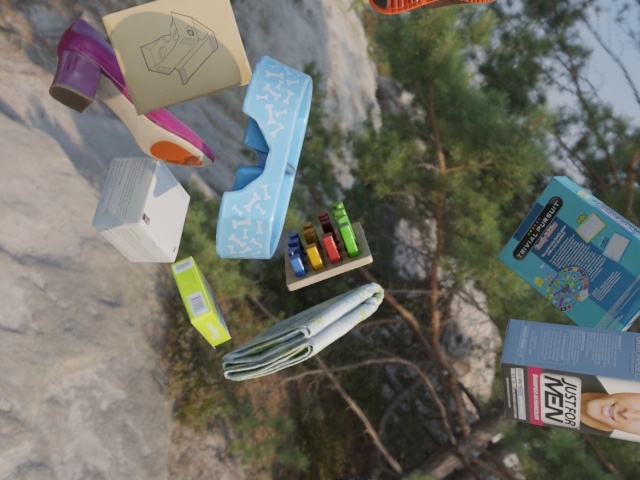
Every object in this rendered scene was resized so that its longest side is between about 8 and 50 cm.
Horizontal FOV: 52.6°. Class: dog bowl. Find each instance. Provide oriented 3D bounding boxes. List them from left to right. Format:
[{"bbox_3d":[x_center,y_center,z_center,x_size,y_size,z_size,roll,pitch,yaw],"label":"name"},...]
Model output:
[{"bbox_3d":[-0.076,-0.111,0.928,0.074,0.297,0.166,13,2,3],"label":"dog bowl"}]

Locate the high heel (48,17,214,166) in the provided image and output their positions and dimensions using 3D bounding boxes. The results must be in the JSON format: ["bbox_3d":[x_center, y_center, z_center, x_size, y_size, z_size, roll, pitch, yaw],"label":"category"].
[{"bbox_3d":[-0.358,-0.293,1.329,0.377,0.127,0.181,31,55,-42],"label":"high heel"}]

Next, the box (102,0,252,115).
[{"bbox_3d":[-0.228,-0.310,1.049,0.021,0.201,0.164,-113,-174,-71],"label":"box"}]

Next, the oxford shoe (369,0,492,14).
[{"bbox_3d":[0.214,-0.416,1.015,0.098,0.272,0.096,-44,130,-65],"label":"oxford shoe"}]

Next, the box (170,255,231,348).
[{"bbox_3d":[-0.200,0.111,1.102,0.178,0.042,0.109,82,-16,-67],"label":"box"}]

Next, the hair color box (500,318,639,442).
[{"bbox_3d":[0.533,0.265,1.187,0.113,0.375,0.185,-63,147,-42],"label":"hair color box"}]

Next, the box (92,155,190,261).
[{"bbox_3d":[-0.398,-0.068,1.460,0.181,0.119,0.181,65,28,-58],"label":"box"}]

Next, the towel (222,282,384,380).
[{"bbox_3d":[-0.039,0.239,1.678,0.374,0.321,0.090,-25,90,-55],"label":"towel"}]

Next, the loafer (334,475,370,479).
[{"bbox_3d":[0.047,0.413,1.015,0.170,0.062,0.061,16,73,-79],"label":"loafer"}]

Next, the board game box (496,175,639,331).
[{"bbox_3d":[0.626,0.046,1.531,0.079,0.253,0.336,-9,46,-47],"label":"board game box"}]

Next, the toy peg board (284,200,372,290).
[{"bbox_3d":[0.000,0.000,1.214,0.161,0.161,0.079,-100,170,-66],"label":"toy peg board"}]
